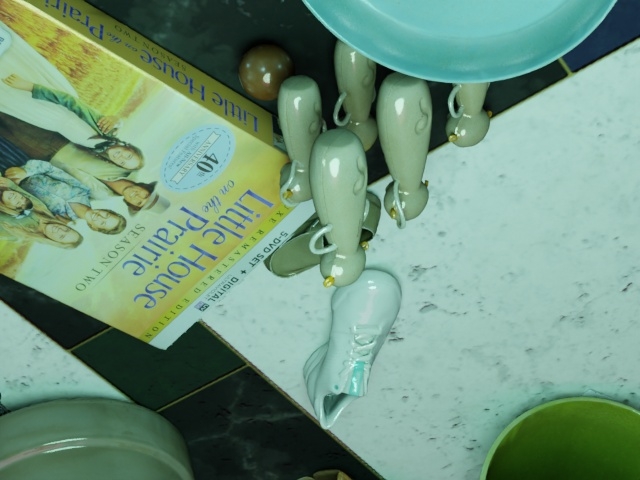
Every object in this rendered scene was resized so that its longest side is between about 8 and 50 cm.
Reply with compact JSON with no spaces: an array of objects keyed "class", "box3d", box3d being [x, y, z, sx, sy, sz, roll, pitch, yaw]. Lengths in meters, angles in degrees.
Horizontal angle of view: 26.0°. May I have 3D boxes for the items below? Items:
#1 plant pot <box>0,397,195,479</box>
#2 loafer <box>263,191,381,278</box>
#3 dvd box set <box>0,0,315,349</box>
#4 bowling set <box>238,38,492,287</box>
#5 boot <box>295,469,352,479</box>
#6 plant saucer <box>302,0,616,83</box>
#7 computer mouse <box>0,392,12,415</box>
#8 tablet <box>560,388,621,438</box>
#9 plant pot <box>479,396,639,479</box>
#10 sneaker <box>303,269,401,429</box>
[{"class":"plant pot","box3d":[-0.284,0.390,1.609,0.323,0.280,0.323,-10,134,-11]},{"class":"loafer","box3d":[0.000,0.000,1.459,0.148,0.050,0.056,-34,128,24]},{"class":"dvd box set","box3d":[-0.236,-0.071,1.358,0.420,0.062,0.308,30,125,-29]},{"class":"bowling set","box3d":[0.024,-0.104,1.304,0.200,0.287,0.154,24,135,32]},{"class":"boot","box3d":[0.010,0.413,1.827,0.220,0.109,0.283,37,132,-25]},{"class":"plant saucer","box3d":[0.106,-0.280,1.134,0.318,0.043,0.317,11,126,15]},{"class":"computer mouse","box3d":[-0.444,0.261,1.670,0.184,0.060,0.262,-7,132,-10]},{"class":"tablet","box3d":[0.330,0.218,1.734,0.054,0.006,0.083,23,127,-25]},{"class":"plant pot","box3d":[0.310,0.379,1.738,0.275,0.274,0.293,-1,151,-5]},{"class":"sneaker","box3d":[0.040,0.128,1.556,0.080,0.094,0.212,10,132,-13]}]
